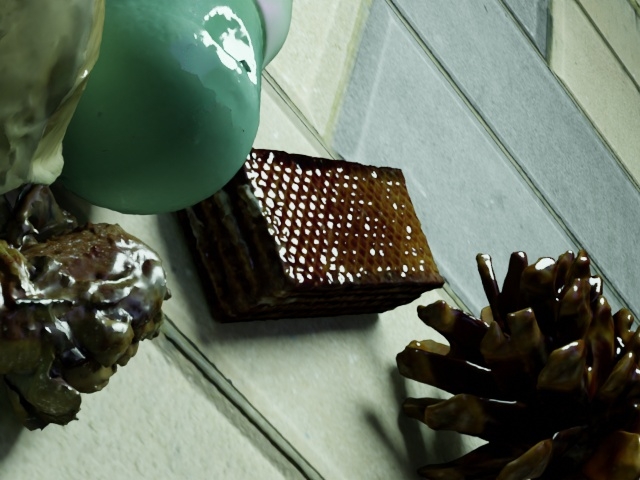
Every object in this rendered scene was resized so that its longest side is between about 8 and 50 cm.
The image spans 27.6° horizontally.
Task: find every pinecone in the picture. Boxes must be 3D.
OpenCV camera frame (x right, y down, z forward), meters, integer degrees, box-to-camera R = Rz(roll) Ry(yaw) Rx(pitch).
[{"bbox_3d":[0.153,0.111,0.976,0.201,0.202,0.229,55,13,-11],"label":"pinecone"}]

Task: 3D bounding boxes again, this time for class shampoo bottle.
[{"bbox_3d":[-0.106,-0.165,0.845,0.222,0.151,0.350,49,29,-38],"label":"shampoo bottle"}]

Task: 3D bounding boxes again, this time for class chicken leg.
[{"bbox_3d":[-0.158,0.040,0.657,0.125,0.080,0.196,50,35,1],"label":"chicken leg"}]

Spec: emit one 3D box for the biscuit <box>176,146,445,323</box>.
[{"bbox_3d":[0.000,0.000,0.955,0.252,0.070,0.106,3,63,-59],"label":"biscuit"}]

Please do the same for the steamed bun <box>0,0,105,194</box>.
[{"bbox_3d":[-0.163,-0.074,0.616,0.110,0.231,0.212,41,5,2],"label":"steamed bun"}]
